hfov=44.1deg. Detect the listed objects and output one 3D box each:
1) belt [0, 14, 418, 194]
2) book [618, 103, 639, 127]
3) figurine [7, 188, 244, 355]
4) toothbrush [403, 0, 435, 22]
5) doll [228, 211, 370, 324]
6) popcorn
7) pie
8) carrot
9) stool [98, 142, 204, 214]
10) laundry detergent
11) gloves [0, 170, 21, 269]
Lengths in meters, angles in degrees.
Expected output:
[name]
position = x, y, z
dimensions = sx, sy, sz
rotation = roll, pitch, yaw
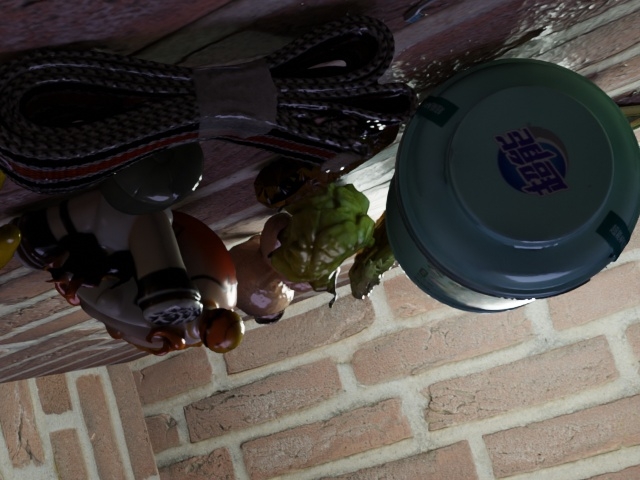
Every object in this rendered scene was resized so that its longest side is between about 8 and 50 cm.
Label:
[belt]
position = -0.096, -0.112, 0.660
dimensions = 0.359, 0.126, 0.094
rotation = -8, 177, -20
[book]
position = 0.529, -0.211, 1.457
dimensions = 0.228, 0.024, 0.160
rotation = -11, 171, -36
[figurine]
position = -0.226, 0.043, 1.050
dimensions = 0.320, 0.196, 0.323
rotation = 24, 168, 13
[toothbrush]
position = 0.124, -0.225, 0.690
dimensions = 0.013, 0.011, 0.131
rotation = 10, 154, -43
[doll]
position = -0.055, 0.012, 1.460
dimensions = 0.303, 0.156, 0.201
rotation = -36, 127, 5
[popcorn]
position = -0.002, 0.005, 1.269
dimensions = 0.195, 0.173, 0.168
rotation = -51, -172, 34
[pie]
position = 0.130, -0.012, 1.374
dimensions = 0.274, 0.055, 0.274
rotation = -53, -175, 7
[carrot]
position = 0.004, -0.104, 1.017
dimensions = 0.228, 0.069, 0.069
rotation = -27, 167, 39
[stool]
position = -0.174, -0.073, 0.792
dimensions = 0.096, 0.096, 0.110
rotation = -12, 174, -29
[laundry detergent]
position = 0.230, -0.059, 0.994
dimensions = 0.287, 0.287, 0.305
rotation = -17, 171, -2
[gloves]
position = -0.385, -0.010, 0.786
dimensions = 0.133, 0.116, 0.294
rotation = -20, 167, -31
